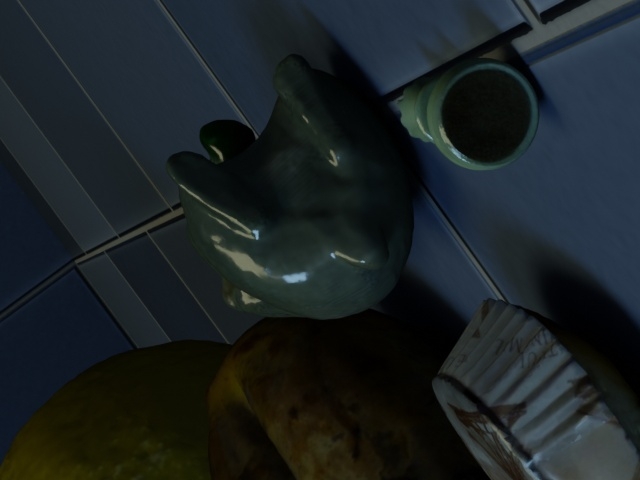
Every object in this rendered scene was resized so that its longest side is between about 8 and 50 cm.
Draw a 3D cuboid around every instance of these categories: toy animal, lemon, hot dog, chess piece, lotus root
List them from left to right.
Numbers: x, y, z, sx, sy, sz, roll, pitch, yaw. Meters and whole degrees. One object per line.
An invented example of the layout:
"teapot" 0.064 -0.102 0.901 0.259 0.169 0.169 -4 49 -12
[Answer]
"lemon" -0.067 0.263 1.342 0.364 0.364 0.364 50 168 14
"toy animal" -0.008 0.004 0.898 0.138 0.108 0.236 48 168 22
"lotus root" 0.036 0.143 0.983 0.291 0.193 0.193 49 169 43
"chess piece" 0.053 -0.050 0.677 0.042 0.042 0.093 55 174 -10
"hot dog" 0.147 0.137 0.772 0.268 0.075 0.144 52 174 -12
